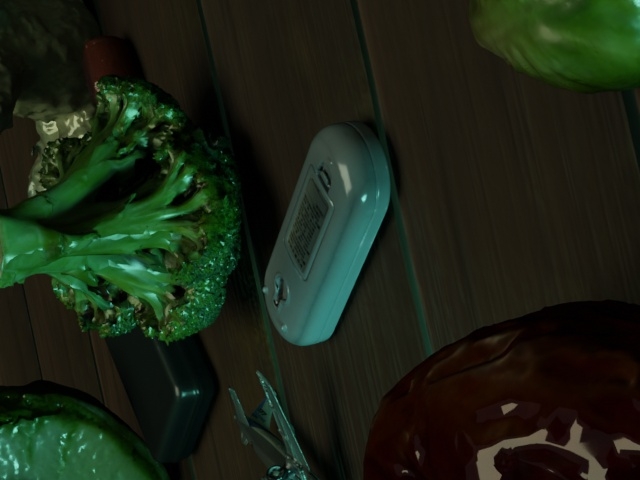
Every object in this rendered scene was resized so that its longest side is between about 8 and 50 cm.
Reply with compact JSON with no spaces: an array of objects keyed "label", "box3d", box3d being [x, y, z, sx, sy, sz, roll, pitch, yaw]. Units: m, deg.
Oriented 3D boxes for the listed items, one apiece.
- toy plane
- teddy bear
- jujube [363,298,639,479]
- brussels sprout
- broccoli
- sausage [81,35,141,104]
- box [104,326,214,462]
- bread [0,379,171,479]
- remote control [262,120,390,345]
[{"label":"toy plane","box3d":[-0.018,0.216,1.218,0.226,0.058,0.226,51,157,44]},{"label":"teddy bear","box3d":[-0.436,-0.160,1.568,0.327,0.362,0.376,34,127,55]},{"label":"jujube","box3d":[0.150,0.125,0.726,0.290,0.197,0.197,-16,85,48]},{"label":"brussels sprout","box3d":[0.143,-0.142,0.748,0.181,0.100,0.139,-31,90,48]},{"label":"broccoli","box3d":[-0.208,-0.007,1.281,0.254,0.269,0.269,46,139,28]},{"label":"sausage","box3d":[-0.229,-0.179,1.492,0.059,0.054,0.094,-51,54,56]},{"label":"box","box3d":[-0.189,0.119,1.524,0.230,0.050,0.160,63,149,31]},{"label":"bread","box3d":[-0.344,0.353,1.551,0.129,0.366,0.382,17,76,59]},{"label":"remote control","box3d":[0.000,0.000,1.119,0.087,0.047,0.244,59,148,29]}]
